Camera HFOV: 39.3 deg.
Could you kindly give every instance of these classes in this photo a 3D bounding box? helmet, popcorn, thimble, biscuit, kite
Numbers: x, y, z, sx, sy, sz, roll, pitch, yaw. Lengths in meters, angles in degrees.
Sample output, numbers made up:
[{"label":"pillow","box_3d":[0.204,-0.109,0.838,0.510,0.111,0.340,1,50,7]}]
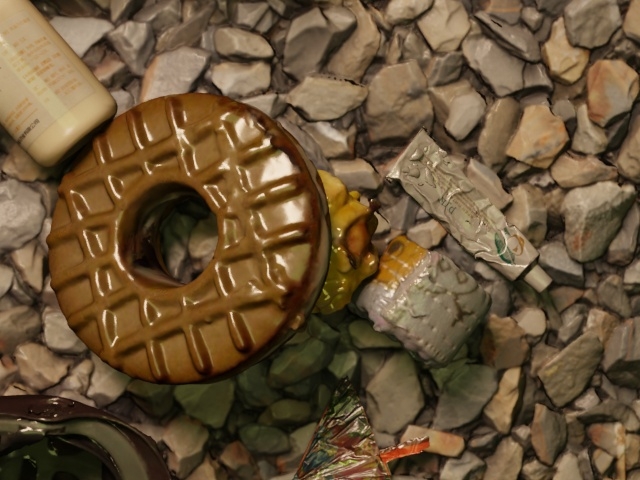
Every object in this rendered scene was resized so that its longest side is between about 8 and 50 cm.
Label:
[{"label":"helmet","box_3d":[-0.321,0.271,0.979,0.305,0.177,0.225,-2,100,-22]},{"label":"popcorn","box_3d":[0.000,0.000,1.047,0.148,0.152,0.167,-29,104,-55]},{"label":"thimble","box_3d":[0.121,0.077,1.081,0.151,0.127,0.118,39,86,-30]},{"label":"biscuit","box_3d":[-0.146,-0.005,0.970,0.332,0.103,0.332,-3,82,21]},{"label":"kite","box_3d":[0.051,0.287,1.130,0.189,0.009,0.232,-20,88,0]}]

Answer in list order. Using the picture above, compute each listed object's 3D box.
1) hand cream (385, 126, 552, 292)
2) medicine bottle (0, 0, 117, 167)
[{"label":"hand cream","box_3d":[0.197,-0.027,1.138,0.257,0.050,0.084,41,83,-5]},{"label":"medicine bottle","box_3d":[-0.341,-0.205,0.974,0.114,0.114,0.252,-41,99,-7]}]
